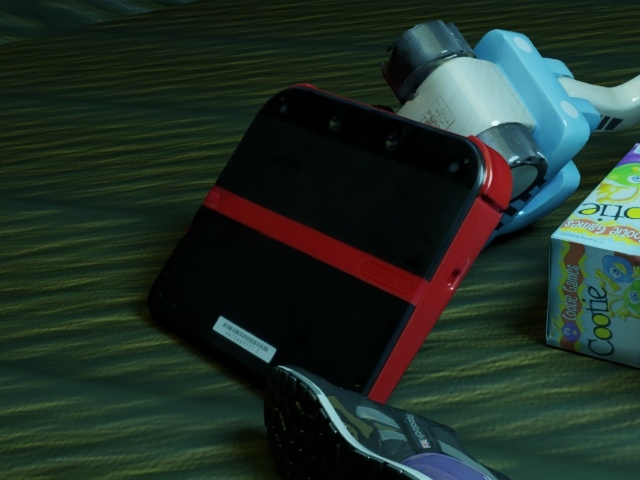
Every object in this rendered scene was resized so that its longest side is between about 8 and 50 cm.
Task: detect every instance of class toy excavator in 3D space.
[{"bbox_3d":[0.291,-0.152,1.436,0.445,0.433,0.222,-2,53,-43],"label":"toy excavator"}]

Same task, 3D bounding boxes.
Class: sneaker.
[{"bbox_3d":[0.060,0.202,1.057,0.124,0.107,0.283,-6,27,-38],"label":"sneaker"}]

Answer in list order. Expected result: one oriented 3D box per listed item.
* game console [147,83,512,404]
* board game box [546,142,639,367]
[{"bbox_3d":[0.000,0.000,1.280,0.387,0.060,0.342,24,82,45],"label":"game console"},{"bbox_3d":[0.379,0.012,1.305,0.142,0.144,0.275,14,33,30],"label":"board game box"}]
